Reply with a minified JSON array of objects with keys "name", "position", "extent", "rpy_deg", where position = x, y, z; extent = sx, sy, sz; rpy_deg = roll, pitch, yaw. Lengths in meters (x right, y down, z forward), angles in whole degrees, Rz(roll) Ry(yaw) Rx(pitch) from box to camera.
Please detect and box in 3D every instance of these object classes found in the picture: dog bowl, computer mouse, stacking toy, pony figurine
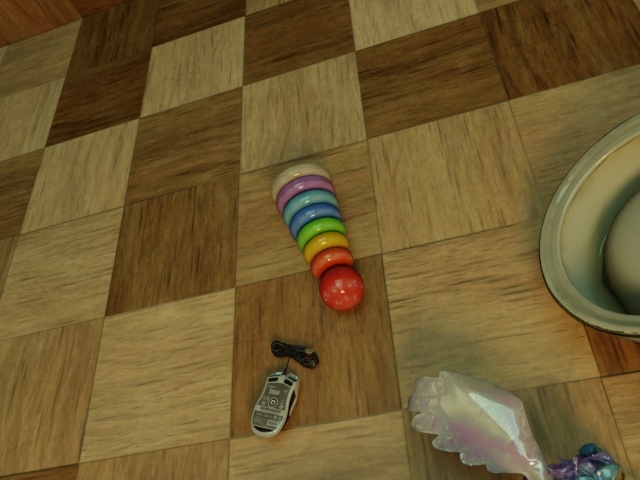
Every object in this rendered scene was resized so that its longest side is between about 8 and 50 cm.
[{"name":"dog bowl","position":[0.552,-0.015,0.947],"extent":[0.408,0.150,0.408],"rpy_deg":[-40,32,32]},{"name":"computer mouse","position":[-0.075,0.283,1.166],"extent":[0.106,0.042,0.193],"rpy_deg":[8,55,22]},{"name":"stacking toy","position":[0.000,0.000,1.281],"extent":[0.141,0.141,0.330],"rpy_deg":[-24,56,6]},{"name":"pony figurine","position":[0.257,0.355,0.806],"extent":[0.351,0.363,0.303],"rpy_deg":[3,94,22]}]
